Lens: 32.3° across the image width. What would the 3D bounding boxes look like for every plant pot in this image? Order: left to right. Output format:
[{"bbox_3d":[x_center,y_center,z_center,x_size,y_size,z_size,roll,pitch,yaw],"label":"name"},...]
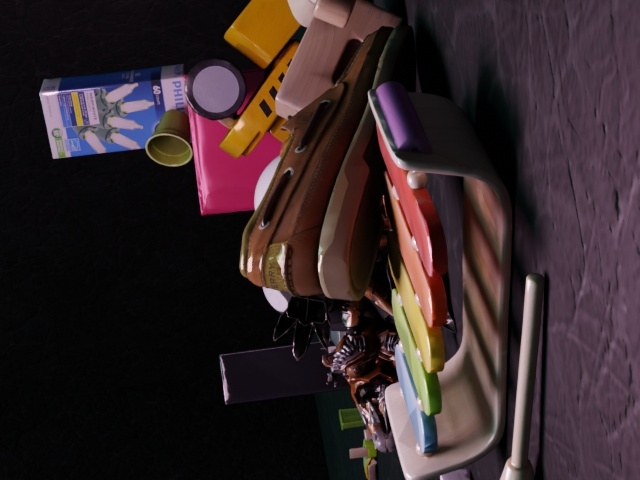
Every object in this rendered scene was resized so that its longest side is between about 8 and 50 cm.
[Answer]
[{"bbox_3d":[-0.263,-0.188,1.959,0.083,0.083,0.079,88,-174,-52],"label":"plant pot"}]

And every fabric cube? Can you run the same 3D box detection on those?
[{"bbox_3d":[-0.105,-0.194,2.035,0.259,0.258,0.254,-122,26,-81],"label":"fabric cube"}]

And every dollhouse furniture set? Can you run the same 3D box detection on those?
[{"bbox_3d":[0.068,0.369,1.989,0.076,0.058,0.152,-101,6,-52],"label":"dollhouse furniture set"}]

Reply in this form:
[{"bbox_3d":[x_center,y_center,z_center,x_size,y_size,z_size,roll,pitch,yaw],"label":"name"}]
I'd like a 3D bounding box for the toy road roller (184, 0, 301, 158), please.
[{"bbox_3d":[-0.051,-0.273,1.752,0.329,0.240,0.202,-54,9,5],"label":"toy road roller"}]

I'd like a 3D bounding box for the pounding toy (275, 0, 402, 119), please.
[{"bbox_3d":[0.034,-0.200,1.101,0.206,0.094,0.181,-178,113,-88],"label":"pounding toy"}]

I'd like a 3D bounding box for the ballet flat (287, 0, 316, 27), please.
[{"bbox_3d":[-0.004,-0.405,1.546,0.086,0.086,0.248,-103,8,-55],"label":"ballet flat"}]

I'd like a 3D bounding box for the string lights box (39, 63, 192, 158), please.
[{"bbox_3d":[-0.370,-0.238,2.030,0.077,0.259,0.133,-102,6,-61],"label":"string lights box"}]

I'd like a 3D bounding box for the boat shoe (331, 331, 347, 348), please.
[{"bbox_3d":[0.016,0.138,2.021,0.319,0.099,0.116,-102,6,-54],"label":"boat shoe"}]

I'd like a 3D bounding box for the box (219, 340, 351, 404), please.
[{"bbox_3d":[-0.060,0.256,2.165,0.184,0.261,0.103,119,144,-85],"label":"box"}]

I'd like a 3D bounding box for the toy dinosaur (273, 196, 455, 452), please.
[{"bbox_3d":[0.048,0.058,1.147,0.322,0.164,0.218,65,-170,5],"label":"toy dinosaur"}]

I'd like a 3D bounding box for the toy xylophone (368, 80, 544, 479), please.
[{"bbox_3d":[0.094,0.049,0.822,0.236,0.081,0.323,-106,9,-64],"label":"toy xylophone"}]

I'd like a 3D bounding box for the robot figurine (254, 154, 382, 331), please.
[{"bbox_3d":[0.002,0.001,1.489,0.209,0.173,0.278,48,153,40],"label":"robot figurine"}]

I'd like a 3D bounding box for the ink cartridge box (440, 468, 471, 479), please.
[{"bbox_3d":[0.134,0.281,1.048,0.063,0.029,0.115,-104,8,-59],"label":"ink cartridge box"}]

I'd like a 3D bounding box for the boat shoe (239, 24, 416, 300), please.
[{"bbox_3d":[0.012,-0.085,0.957,0.111,0.104,0.307,77,-155,-43],"label":"boat shoe"}]
